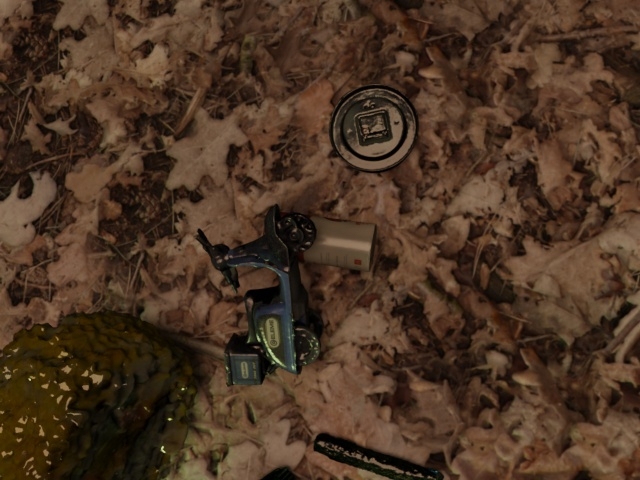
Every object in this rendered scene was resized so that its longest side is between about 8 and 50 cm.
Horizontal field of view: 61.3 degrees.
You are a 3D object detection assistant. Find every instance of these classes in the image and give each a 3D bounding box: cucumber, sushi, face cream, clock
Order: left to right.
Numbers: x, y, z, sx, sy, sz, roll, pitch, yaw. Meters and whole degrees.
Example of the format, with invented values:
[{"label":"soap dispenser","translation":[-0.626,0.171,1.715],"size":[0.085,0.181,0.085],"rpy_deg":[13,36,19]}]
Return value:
[{"label":"sushi","translation":[-0.419,0.330,0.992],"size":[0.240,0.351,0.396],"rpy_deg":[25,93,27]},{"label":"face cream","translation":[0.000,0.000,1.078],"size":[0.214,0.096,0.095],"rpy_deg":[8,85,10]},{"label":"clock","translation":[0.110,-0.228,1.112],"size":[0.185,0.040,0.184],"rpy_deg":[-1,85,9]},{"label":"cucumber","translation":[0.109,0.429,1.043],"size":[0.257,0.043,0.044],"rpy_deg":[14,92,10]}]

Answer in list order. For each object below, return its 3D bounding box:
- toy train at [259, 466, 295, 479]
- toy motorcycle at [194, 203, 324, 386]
[{"label":"toy train","translation":[-0.162,0.573,1.004],"size":[0.330,0.178,0.138],"rpy_deg":[-38,80,2]},{"label":"toy motorcycle","translation":[-0.106,0.106,1.021],"size":[0.213,0.125,0.358],"rpy_deg":[-1,108,6]}]
